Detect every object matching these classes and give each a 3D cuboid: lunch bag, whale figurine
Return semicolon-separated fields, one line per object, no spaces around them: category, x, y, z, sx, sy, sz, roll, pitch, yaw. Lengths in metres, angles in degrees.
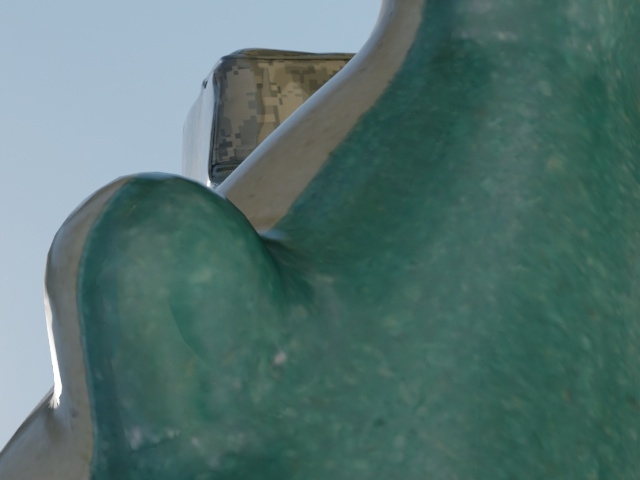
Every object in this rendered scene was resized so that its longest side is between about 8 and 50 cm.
lunch bag;0.000;0.000;1.586;0.305;0.212;0.256;152;121;-77
whale figurine;0.035;0.041;0.414;0.216;0.141;0.272;38;-113;-48
